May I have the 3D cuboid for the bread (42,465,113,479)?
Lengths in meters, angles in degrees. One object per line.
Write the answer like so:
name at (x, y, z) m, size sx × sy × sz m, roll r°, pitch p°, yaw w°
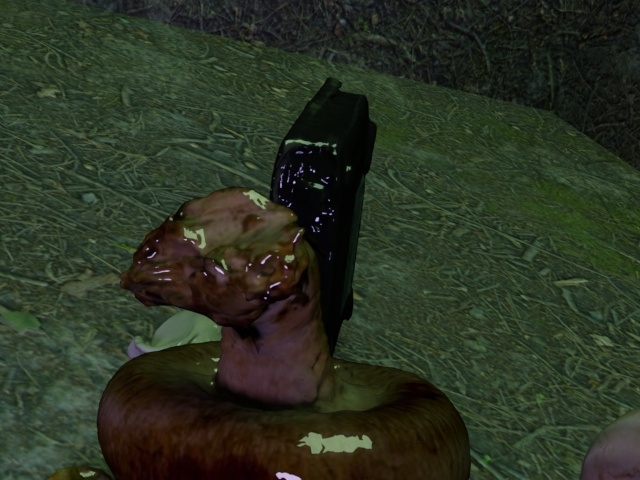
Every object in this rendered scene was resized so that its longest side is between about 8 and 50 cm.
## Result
bread at (-0.162, 0.300, 0.954) m, size 0.084 × 0.077 × 0.367 m, roll 8°, pitch 23°, yaw -29°

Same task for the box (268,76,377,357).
box at (0.000, 0.000, 1.492) m, size 0.091 × 0.359 × 0.350 m, roll 9°, pitch 19°, yaw 7°

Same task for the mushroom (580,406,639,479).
mushroom at (0.339, 0.316, 1.174) m, size 0.290 × 0.292 × 0.292 m, roll -30°, pitch 44°, yaw -26°

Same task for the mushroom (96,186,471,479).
mushroom at (-0.047, 0.136, 1.101) m, size 0.331 × 0.356 × 0.334 m, roll -13°, pitch -1°, yaw 33°

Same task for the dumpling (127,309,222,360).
dumpling at (-0.161, 0.126, 1.398) m, size 0.134 × 0.099 × 0.169 m, roll -4°, pitch 16°, yaw 33°
